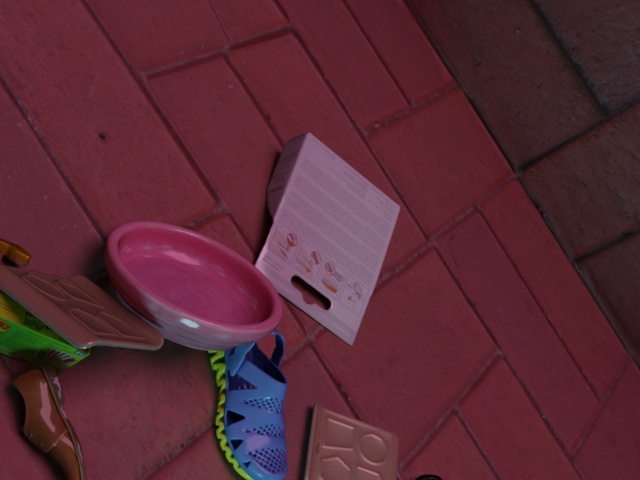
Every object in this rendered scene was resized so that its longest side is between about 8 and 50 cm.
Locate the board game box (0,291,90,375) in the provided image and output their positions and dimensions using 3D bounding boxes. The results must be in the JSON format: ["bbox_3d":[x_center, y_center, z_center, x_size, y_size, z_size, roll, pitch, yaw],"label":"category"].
[{"bbox_3d":[-0.454,0.143,1.609,0.181,0.092,0.043,30,42,-34],"label":"board game box"}]

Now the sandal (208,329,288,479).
[{"bbox_3d":[-0.114,0.280,1.884,0.126,0.138,0.317,11,58,-49],"label":"sandal"}]

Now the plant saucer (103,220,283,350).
[{"bbox_3d":[-0.231,0.087,1.838,0.332,0.084,0.332,24,20,-10],"label":"plant saucer"}]

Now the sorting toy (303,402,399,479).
[{"bbox_3d":[0.060,0.433,2.038,0.208,0.038,0.193,26,44,-18],"label":"sorting toy"}]

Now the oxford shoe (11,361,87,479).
[{"bbox_3d":[-0.409,0.296,1.587,0.076,0.076,0.212,-20,81,-24],"label":"oxford shoe"}]

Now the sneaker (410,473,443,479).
[{"bbox_3d":[0.222,0.515,2.125,0.217,0.121,0.079,-7,71,-53],"label":"sneaker"}]

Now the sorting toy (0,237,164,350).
[{"bbox_3d":[-0.414,0.089,1.644,0.307,0.041,0.229,33,7,20],"label":"sorting toy"}]

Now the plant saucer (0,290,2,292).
[{"bbox_3d":[-0.536,0.073,1.631,0.083,0.013,0.083,30,43,-33],"label":"plant saucer"}]

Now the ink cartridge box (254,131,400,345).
[{"bbox_3d":[0.000,0.000,2.313,0.308,0.091,0.384,38,56,-27],"label":"ink cartridge box"}]
